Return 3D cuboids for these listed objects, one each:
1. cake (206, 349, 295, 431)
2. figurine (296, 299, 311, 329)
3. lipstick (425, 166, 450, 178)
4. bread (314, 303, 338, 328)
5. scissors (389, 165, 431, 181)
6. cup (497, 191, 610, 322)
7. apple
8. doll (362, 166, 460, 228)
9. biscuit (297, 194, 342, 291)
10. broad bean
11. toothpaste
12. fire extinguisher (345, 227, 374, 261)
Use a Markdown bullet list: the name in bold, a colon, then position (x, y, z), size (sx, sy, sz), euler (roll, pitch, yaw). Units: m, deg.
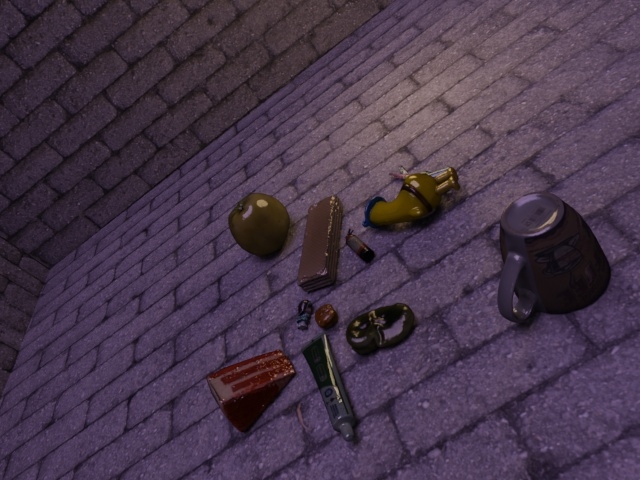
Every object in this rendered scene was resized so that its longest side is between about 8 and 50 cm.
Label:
- **cake**: position (-0.207, 0.482, 1.525), size (0.262, 0.160, 0.158), euler (-15, 26, -25)
- **figurine**: position (-0.058, 0.253, 1.636), size (0.060, 0.047, 0.106), euler (124, 159, -54)
- **lipstick**: position (0.386, -0.215, 1.696), size (0.157, 0.048, 0.048), euler (-17, 41, 23)
- **bread**: position (0.018, 0.249, 1.564), size (0.081, 0.046, 0.083), euler (-20, 41, 31)
- **scissors**: position (0.329, -0.237, 1.811), size (0.133, 0.020, 0.187), euler (-39, 37, -2)
- **cup**: position (0.509, 0.044, 1.139), size (0.301, 0.257, 0.227), euler (-50, 33, -9)
- **apple**: position (-0.258, -0.070, 2.012), size (0.262, 0.262, 0.262), euler (-25, 38, 22)
- **doll**: position (0.293, -0.131, 1.628), size (0.363, 0.145, 0.199), euler (-28, 28, 27)
- **biscuit**: position (0.000, 0.000, 1.819), size (0.144, 0.078, 0.426), euler (-21, 39, 28)
- **broad bean**: position (0.174, 0.253, 1.404), size (0.206, 0.072, 0.153), euler (-26, 38, 1)
- **toothpaste**: position (0.025, 0.411, 1.373), size (0.098, 0.061, 0.392), euler (-38, 32, 6)
- **fire extinguisher**: position (0.131, 0.014, 1.703), size (0.062, 0.050, 0.177), euler (-63, 33, 14)
